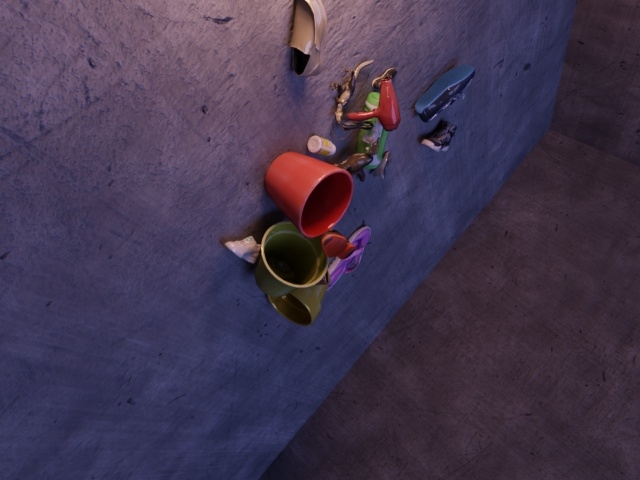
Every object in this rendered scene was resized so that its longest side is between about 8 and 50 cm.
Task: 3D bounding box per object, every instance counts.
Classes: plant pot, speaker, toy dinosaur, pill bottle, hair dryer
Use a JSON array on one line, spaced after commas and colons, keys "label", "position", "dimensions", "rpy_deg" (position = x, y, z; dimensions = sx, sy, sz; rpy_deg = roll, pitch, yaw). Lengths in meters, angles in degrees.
[{"label": "plant pot", "position": [-0.057, -0.186, 1.592], "dimensions": [0.275, 0.243, 0.275], "rpy_deg": [-35, 146, -28]}, {"label": "speaker", "position": [0.223, -0.453, 1.811], "dimensions": [0.131, 0.131, 0.297], "rpy_deg": [-26, 140, -38]}, {"label": "toy dinosaur", "position": [0.101, -0.568, 1.597], "dimensions": [0.268, 0.064, 0.118], "rpy_deg": [-60, 156, 8]}, {"label": "plant pot", "position": [-0.078, 0.225, 2.015], "dimensions": [0.239, 0.254, 0.254], "rpy_deg": [-50, 153, -34]}, {"label": "pill bottle", "position": [0.008, -0.360, 1.675], "dimensions": [0.116, 0.065, 0.065], "rpy_deg": [2, 120, -54]}, {"label": "plant pot", "position": [-0.142, 0.102, 1.736], "dimensions": [0.276, 0.276, 0.254], "rpy_deg": [-28, 168, -36]}, {"label": "hair dryer", "position": [0.196, -0.474, 1.657], "dimensions": [0.223, 0.080, 0.294], "rpy_deg": [22, 118, -21]}]

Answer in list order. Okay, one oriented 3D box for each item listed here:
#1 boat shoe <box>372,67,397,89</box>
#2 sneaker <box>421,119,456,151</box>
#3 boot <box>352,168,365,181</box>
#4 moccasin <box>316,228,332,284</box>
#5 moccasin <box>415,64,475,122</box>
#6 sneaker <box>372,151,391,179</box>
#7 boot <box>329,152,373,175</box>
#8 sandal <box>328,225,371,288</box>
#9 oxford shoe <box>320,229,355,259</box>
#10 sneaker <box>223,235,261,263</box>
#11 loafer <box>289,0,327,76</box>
[{"label": "boat shoe", "position": [0.266, -0.648, 1.752], "dimensions": [0.133, 0.042, 0.049], "rpy_deg": [-41, 146, -22]}, {"label": "sneaker", "position": [0.627, -0.555, 2.287], "dimensions": [0.268, 0.101, 0.153], "rpy_deg": [-15, 133, -54]}, {"label": "boot", "position": [0.154, -0.295, 1.969], "dimensions": [0.114, 0.037, 0.106], "rpy_deg": [-34, 132, -34]}, {"label": "moccasin", "position": [-0.001, 0.000, 1.853], "dimensions": [0.139, 0.146, 0.380], "rpy_deg": [21, 72, -74]}, {"label": "moccasin", "position": [0.588, -0.698, 2.067], "dimensions": [0.342, 0.138, 0.117], "rpy_deg": [-37, 135, -1]}, {"label": "sneaker", "position": [0.293, -0.363, 2.079], "dimensions": [0.054, 0.061, 0.152], "rpy_deg": [49, 61, -52]}, {"label": "boot", "position": [0.124, -0.287, 1.780], "dimensions": [0.219, 0.106, 0.082], "rpy_deg": [-21, 127, 2]}, {"label": "sandal", "position": [0.157, 0.112, 2.333], "dimensions": [0.416, 0.102, 0.169], "rpy_deg": [-52, 150, -2]}, {"label": "oxford shoe", "position": [0.048, 0.006, 1.686], "dimensions": [0.097, 0.098, 0.271], "rpy_deg": [-43, 158, 6]}, {"label": "sneaker", "position": [-0.292, 0.021, 1.665], "dimensions": [0.094, 0.080, 0.212], "rpy_deg": [-57, 160, -2]}, {"label": "loafer", "position": [-0.043, -0.610, 1.310], "dimensions": [0.092, 0.102, 0.269], "rpy_deg": [-43, 150, -27]}]
